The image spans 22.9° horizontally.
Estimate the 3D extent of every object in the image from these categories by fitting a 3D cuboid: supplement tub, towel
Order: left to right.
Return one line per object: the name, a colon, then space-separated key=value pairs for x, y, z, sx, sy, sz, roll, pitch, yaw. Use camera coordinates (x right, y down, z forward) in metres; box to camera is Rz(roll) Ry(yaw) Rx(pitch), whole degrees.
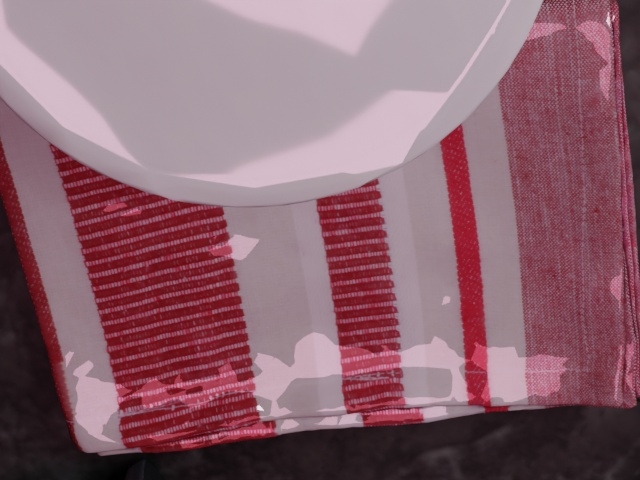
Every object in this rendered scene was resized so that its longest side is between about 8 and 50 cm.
supplement tub: x=-0.026 y=-0.165 z=0.606 sx=0.228 sy=0.316 sz=0.228 roll=0 pitch=117 yaw=0
towel: x=0.000 y=0.000 z=0.835 sx=0.329 sy=0.037 sz=0.237 roll=-7 pitch=117 yaw=8

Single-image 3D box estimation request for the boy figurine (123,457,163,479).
boy figurine: x=-0.218 y=0.209 z=0.922 sx=0.285 sy=0.092 sz=0.177 roll=-16 pitch=119 yaw=5
